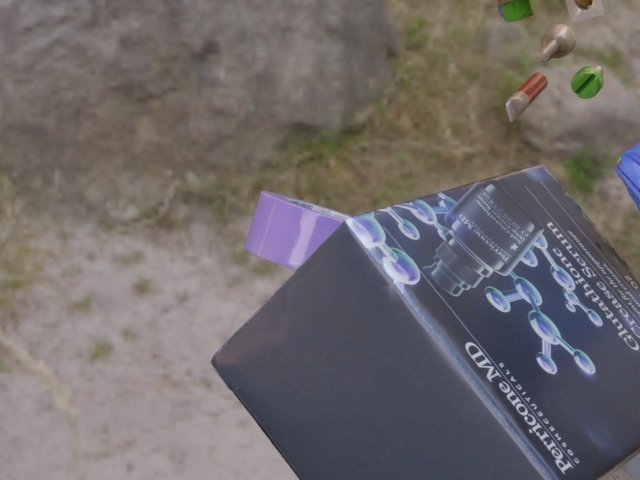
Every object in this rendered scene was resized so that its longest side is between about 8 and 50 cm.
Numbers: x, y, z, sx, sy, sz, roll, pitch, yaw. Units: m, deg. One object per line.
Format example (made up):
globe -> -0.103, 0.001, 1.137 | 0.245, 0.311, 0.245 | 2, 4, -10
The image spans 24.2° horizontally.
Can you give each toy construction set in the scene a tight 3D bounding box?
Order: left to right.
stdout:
toy construction set -> 0.256, -0.276, 1.672 | 0.257, 0.309, 0.237 | 16, 28, 18

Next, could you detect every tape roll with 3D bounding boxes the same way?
tape roll -> 0.000, 0.000, 1.952 | 0.189, 0.080, 0.189 | 17, 3, -1

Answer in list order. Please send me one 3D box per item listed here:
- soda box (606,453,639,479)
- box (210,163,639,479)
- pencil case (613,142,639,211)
soda box -> 0.362, 0.233, 1.849 | 0.286, 0.098, 0.091 | 39, -16, -36
box -> 0.149, 0.122, 1.386 | 0.293, 0.212, 0.395 | 52, 32, 14
pencil case -> 0.422, -0.105, 1.405 | 0.119, 0.306, 0.133 | 51, 17, -7
